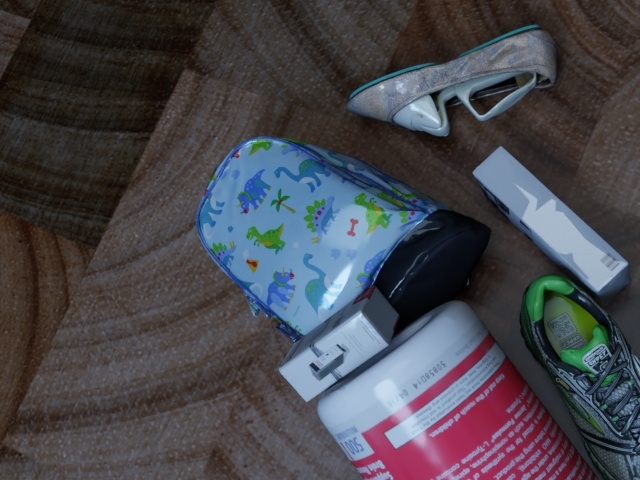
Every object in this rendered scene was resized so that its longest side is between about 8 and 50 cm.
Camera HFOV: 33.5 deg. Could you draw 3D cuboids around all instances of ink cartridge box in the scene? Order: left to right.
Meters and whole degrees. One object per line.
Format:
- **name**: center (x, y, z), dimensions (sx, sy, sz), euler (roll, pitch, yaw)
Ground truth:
- **ink cartridge box**: center (0.025, 0.127, 1.320), dimensions (0.135, 0.099, 0.056), euler (-37, 96, 21)

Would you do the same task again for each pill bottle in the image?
- **pill bottle**: center (0.198, 0.293, 1.270), dimensions (0.229, 0.229, 0.407), euler (-37, 87, 4)

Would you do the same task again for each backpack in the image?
- **backpack**: center (0.000, 0.000, 1.477), dimensions (0.355, 0.273, 0.290), euler (42, 107, 37)

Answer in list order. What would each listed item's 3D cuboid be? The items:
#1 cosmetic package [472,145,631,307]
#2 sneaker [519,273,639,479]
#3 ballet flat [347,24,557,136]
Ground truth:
- **cosmetic package**: center (0.313, -0.018, 1.446), dimensions (0.060, 0.099, 0.239), euler (-44, 65, 4)
- **sneaker**: center (0.357, 0.190, 1.339), dimensions (0.134, 0.146, 0.343), euler (-38, 66, 4)
- **ballet flat**: center (0.194, -0.215, 1.546), dimensions (0.316, 0.107, 0.106), euler (-19, 76, 13)
